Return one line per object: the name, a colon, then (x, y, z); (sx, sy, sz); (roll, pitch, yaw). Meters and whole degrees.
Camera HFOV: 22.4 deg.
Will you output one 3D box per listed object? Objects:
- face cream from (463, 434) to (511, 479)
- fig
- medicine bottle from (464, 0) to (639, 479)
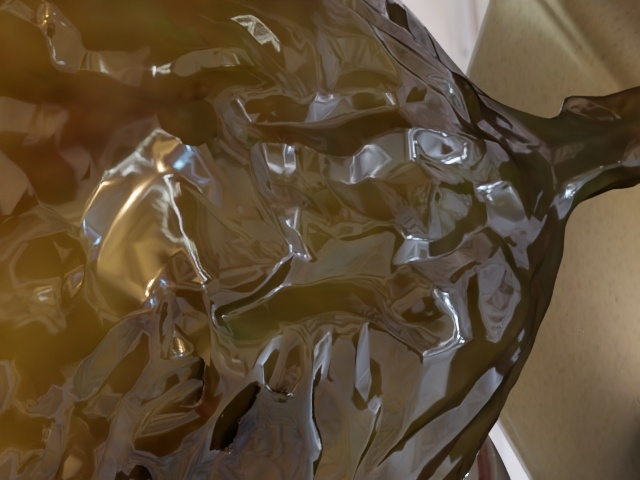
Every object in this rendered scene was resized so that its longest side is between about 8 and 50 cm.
face cream: (0.023, 0.116, 0.652); (0.117, 0.117, 0.104); (-12, -45, 25)
fig: (0.000, 0.000, 0.481); (0.369, 0.286, 0.286); (-13, -17, -2)
medicine bottle: (0.171, 0.041, 0.699); (0.123, 0.375, 0.282); (-6, -47, -20)
